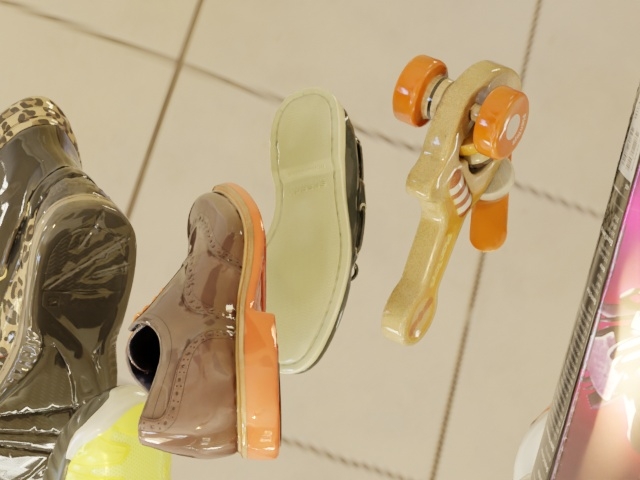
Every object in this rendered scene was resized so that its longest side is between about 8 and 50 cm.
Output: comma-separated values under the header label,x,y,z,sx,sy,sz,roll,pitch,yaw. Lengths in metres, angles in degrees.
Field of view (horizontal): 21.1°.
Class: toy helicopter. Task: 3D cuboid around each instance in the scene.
label,x,y,z,sx,sy,sz,roll,pitch,yaw
toy helicopter,0.156,-0.043,2.050,0.140,0.235,0.355,24,100,25

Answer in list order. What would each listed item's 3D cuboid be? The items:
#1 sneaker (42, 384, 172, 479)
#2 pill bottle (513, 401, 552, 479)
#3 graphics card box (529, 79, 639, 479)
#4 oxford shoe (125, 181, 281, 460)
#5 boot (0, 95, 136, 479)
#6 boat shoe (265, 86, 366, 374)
label,x,y,z,sx,sy,sz,roll,pitch,yaw
sneaker,-0.168,0.318,1.529,0.145,0.147,0.385,-8,107,-50
pill bottle,0.284,0.162,1.280,0.224,0.224,0.392,43,53,7
graphics card box,0.269,0.039,0.978,0.232,0.094,0.371,15,99,2
oxford shoe,-0.083,0.043,1.153,0.098,0.097,0.271,-3,31,-5
boot,-0.309,0.056,1.829,0.138,0.377,0.284,2,33,-24
boat shoe,-0.004,0.000,1.945,0.127,0.113,0.340,-12,63,23
